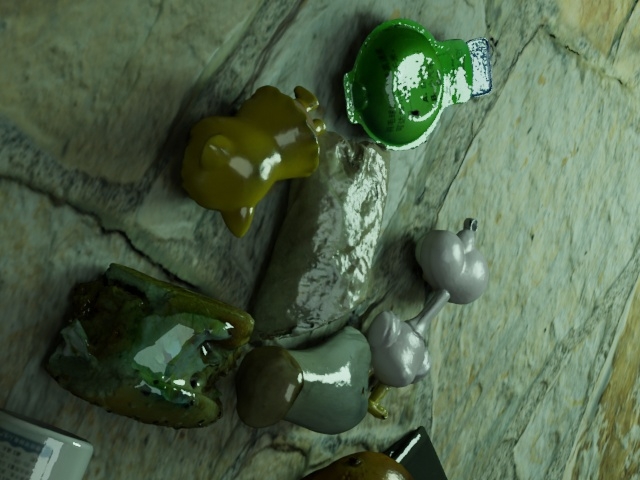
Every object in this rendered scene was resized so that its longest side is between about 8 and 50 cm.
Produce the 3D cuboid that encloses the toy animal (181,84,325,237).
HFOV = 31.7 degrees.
[{"bbox_3d":[-0.080,-0.122,1.516,0.230,0.156,0.156,-43,125,-34],"label":"toy animal"}]

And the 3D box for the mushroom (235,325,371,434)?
[{"bbox_3d":[-0.020,0.197,1.601,0.328,0.122,0.159,17,56,-64],"label":"mushroom"}]

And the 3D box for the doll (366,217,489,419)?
[{"bbox_3d":[0.167,0.114,1.829,0.160,0.094,0.365,47,66,-36],"label":"doll"}]

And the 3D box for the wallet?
[{"bbox_3d":[0.166,0.454,1.891,0.168,0.052,0.245,-34,106,-42],"label":"wallet"}]

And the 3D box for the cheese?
[{"bbox_3d":[0.157,-0.248,1.760,0.320,0.083,0.204,-19,108,-38],"label":"cheese"}]

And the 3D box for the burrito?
[{"bbox_3d":[0.011,0.005,1.647,0.175,0.107,0.348,20,81,-24],"label":"burrito"}]

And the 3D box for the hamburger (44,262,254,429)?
[{"bbox_3d":[-0.196,0.144,1.426,0.288,0.192,0.168,23,91,-44],"label":"hamburger"}]

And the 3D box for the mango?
[{"bbox_3d":[0.082,0.424,1.736,0.166,0.136,0.236,-30,124,-10],"label":"mango"}]

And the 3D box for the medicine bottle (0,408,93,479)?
[{"bbox_3d":[-0.370,0.325,1.315,0.139,0.139,0.237,30,78,-43],"label":"medicine bottle"}]
